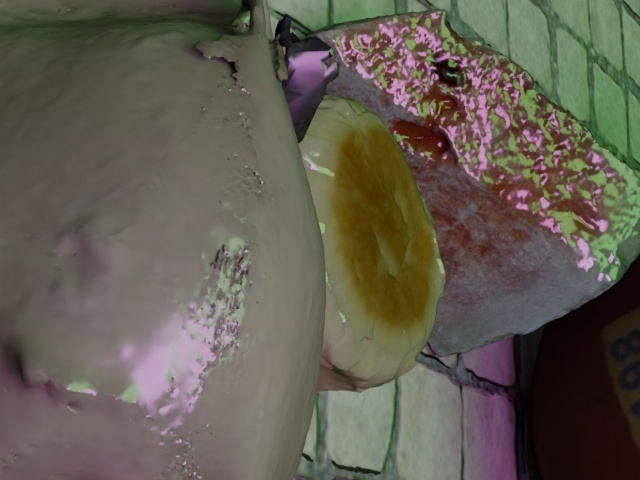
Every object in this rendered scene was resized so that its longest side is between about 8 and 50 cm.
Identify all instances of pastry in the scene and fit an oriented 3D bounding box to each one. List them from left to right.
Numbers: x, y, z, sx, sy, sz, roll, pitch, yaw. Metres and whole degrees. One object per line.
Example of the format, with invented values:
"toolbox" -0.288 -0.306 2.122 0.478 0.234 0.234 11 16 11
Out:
"pastry" 0.000 0.000 0.682 0.166 0.088 0.166 23 63 -56

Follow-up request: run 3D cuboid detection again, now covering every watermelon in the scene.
"watermelon" 0.082 -0.046 0.801 0.241 0.154 0.094 49 42 -21

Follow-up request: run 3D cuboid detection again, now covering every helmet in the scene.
"helmet" 0.260 0.123 0.925 0.337 0.230 0.385 20 47 -56

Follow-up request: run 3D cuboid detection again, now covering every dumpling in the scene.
"dumpling" -0.096 0.021 0.459 0.163 0.204 0.293 49 39 -63
